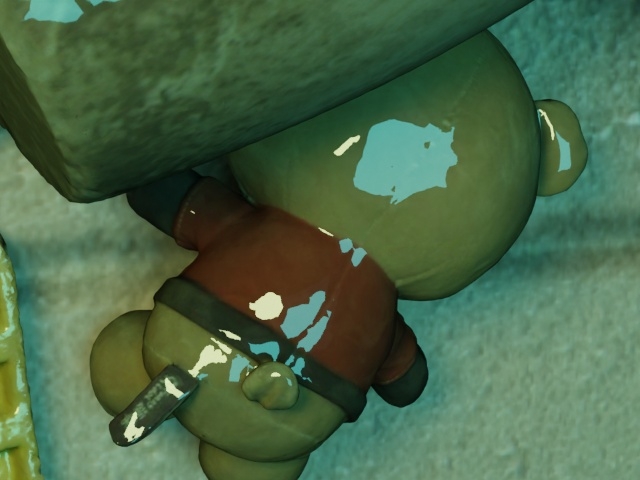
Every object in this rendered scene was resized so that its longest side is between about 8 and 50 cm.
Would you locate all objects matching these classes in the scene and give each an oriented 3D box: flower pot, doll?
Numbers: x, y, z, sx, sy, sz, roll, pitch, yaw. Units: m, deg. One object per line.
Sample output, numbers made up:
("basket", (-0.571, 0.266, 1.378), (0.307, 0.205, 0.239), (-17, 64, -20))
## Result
("flower pot", (-0.043, -0.189, 0.926), (0.330, 0.293, 0.293), (-35, 109, -15))
("doll", (0.000, 0.000, 1.089), (0.235, 0.174, 0.330), (33, 85, -10))

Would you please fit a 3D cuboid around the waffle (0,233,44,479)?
("waffle", (-0.277, 0.128, 1.062), (0.221, 0.055, 0.248), (-11, 103, -21))
